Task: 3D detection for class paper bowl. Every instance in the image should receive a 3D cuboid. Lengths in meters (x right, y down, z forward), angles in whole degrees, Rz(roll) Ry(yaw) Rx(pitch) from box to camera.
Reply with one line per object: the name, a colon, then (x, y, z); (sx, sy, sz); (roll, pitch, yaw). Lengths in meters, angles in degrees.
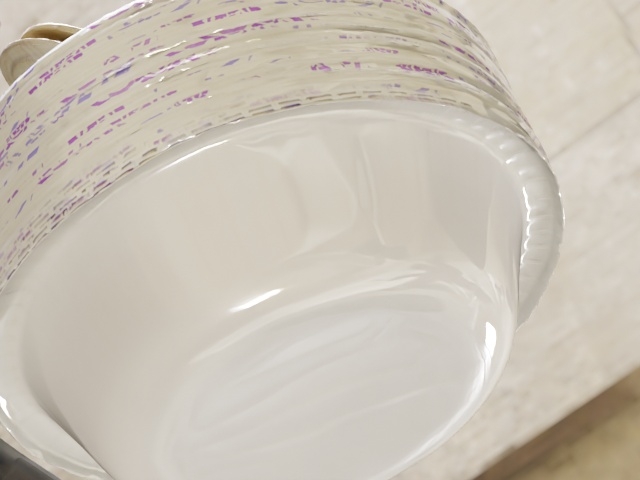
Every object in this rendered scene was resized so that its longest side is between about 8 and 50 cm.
paper bowl: (-0.022, 0.022, 0.917); (0.284, 0.284, 0.148); (33, 27, -49)

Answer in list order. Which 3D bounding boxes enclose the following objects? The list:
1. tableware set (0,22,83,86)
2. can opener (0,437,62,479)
tableware set: (-0.149, -0.077, 1.128); (0.128, 0.194, 0.039); (26, 64, -12)
can opener: (-0.193, 0.156, 1.255); (0.186, 0.073, 0.059); (30, -7, 5)
